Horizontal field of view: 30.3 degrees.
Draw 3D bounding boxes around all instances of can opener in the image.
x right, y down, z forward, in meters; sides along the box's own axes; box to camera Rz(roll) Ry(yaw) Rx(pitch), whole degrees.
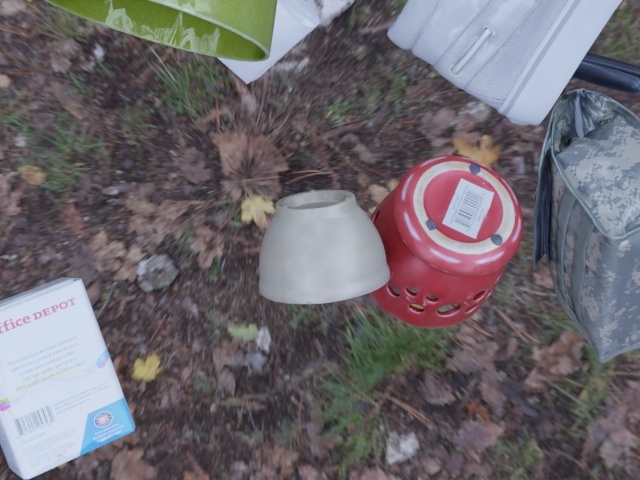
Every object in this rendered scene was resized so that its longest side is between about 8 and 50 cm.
[{"bbox_3d":[0.340,-0.220,1.513,0.059,0.186,0.073,-40,132,-37],"label":"can opener"}]

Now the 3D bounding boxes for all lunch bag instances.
[{"bbox_3d":[0.370,-0.030,1.561,0.169,0.287,0.235,-15,135,-9],"label":"lunch bag"}]

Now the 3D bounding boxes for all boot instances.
[{"bbox_3d":[0.128,-0.189,0.668,0.123,0.095,0.258,29,126,1],"label":"boot"}]

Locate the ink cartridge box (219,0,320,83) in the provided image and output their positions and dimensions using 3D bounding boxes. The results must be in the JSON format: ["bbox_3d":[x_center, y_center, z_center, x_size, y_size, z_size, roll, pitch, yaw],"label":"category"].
[{"bbox_3d":[-0.199,-0.476,1.838,0.166,0.285,0.395,-36,127,20],"label":"ink cartridge box"}]

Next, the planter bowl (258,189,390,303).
[{"bbox_3d":[0.000,0.000,1.435,0.162,0.162,0.109,-7,106,-3],"label":"planter bowl"}]

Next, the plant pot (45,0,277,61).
[{"bbox_3d":[-0.149,-0.375,1.266,0.275,0.275,0.293,15,89,-4],"label":"plant pot"}]

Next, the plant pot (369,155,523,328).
[{"bbox_3d":[0.155,-0.005,1.524,0.191,0.174,0.191,5,61,-9],"label":"plant pot"}]

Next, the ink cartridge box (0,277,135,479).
[{"bbox_3d":[-0.201,0.097,0.860,0.088,0.052,0.122,-22,101,-26],"label":"ink cartridge box"}]
